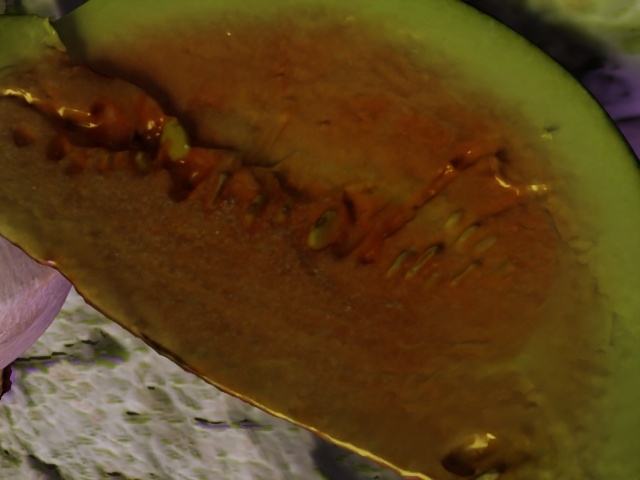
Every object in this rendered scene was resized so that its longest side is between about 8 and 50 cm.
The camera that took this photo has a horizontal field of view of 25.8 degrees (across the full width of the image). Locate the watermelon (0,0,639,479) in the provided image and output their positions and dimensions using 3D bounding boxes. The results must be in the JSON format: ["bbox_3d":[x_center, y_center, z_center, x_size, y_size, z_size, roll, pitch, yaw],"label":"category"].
[{"bbox_3d":[0.014,-0.024,0.471,0.303,0.159,0.128,29,106,24],"label":"watermelon"}]

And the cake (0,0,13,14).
[{"bbox_3d":[-0.201,-0.135,0.634,0.121,0.065,0.052,27,133,35],"label":"cake"}]

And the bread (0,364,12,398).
[{"bbox_3d":[-0.242,0.046,0.797,0.128,0.069,0.140,32,136,22],"label":"bread"}]

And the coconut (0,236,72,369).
[{"bbox_3d":[-0.185,-0.016,0.632,0.161,0.161,0.162,41,140,11],"label":"coconut"}]
